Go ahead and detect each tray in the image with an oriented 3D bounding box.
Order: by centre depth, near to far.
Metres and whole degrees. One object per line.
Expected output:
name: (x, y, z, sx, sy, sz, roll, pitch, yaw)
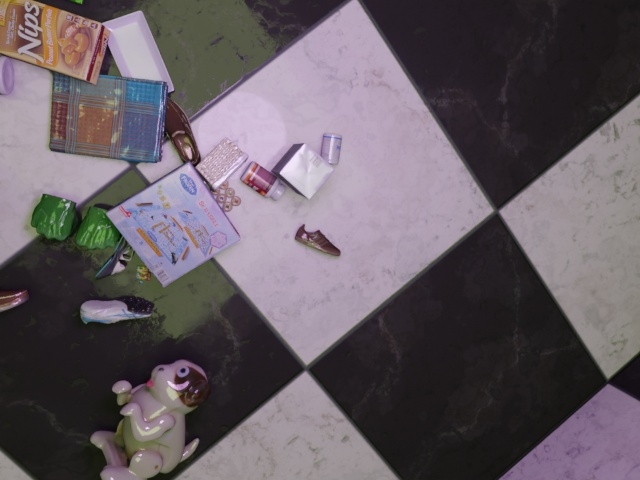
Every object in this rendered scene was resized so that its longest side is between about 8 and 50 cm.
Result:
tray: (-0.608, -0.607, 1.739, 0.145, 0.030, 0.270, -23, 103, -9)

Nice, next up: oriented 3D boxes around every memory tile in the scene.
memory tile: (-0.371, -0.141, 1.875, 0.148, 0.012, 0.113, -36, 104, -5)

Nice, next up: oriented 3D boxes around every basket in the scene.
basket: (-0.344, -0.264, 1.805, 0.103, 0.113, 0.167, 45, 80, -9)

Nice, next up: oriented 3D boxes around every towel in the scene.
towel: (-0.697, -0.405, 1.712, 0.370, 0.040, 0.271, 6, 97, -2)

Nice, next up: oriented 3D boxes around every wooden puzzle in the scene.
wooden puzzle: (-0.632, 0.116, 1.861, 0.049, 0.006, 0.083, 5, 98, -13)

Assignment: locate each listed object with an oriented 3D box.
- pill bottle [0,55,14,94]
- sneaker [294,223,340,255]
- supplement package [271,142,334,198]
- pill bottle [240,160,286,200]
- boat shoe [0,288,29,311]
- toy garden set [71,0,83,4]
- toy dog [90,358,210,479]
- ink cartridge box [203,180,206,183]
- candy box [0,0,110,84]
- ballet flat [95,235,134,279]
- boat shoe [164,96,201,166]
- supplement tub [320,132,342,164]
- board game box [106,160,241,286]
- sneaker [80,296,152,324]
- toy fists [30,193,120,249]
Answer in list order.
pill bottle: (-1.075, -0.519, 1.604, 0.208, 0.119, 0.119, 3, 98, -13)
sneaker: (0.000, 0.000, 1.952, 0.188, 0.066, 0.071, 22, 93, -15)
supplement package: (-0.068, -0.244, 1.806, 0.139, 0.244, 0.134, 41, 89, -16)
pill bottle: (-0.203, -0.208, 1.863, 0.152, 0.086, 0.086, 34, 90, -15)
boat shoe: (-1.137, 0.186, 1.704, 0.324, 0.123, 0.116, -7, 98, -13)
toy garden set: (-0.826, -0.894, 1.637, 0.204, 0.049, 0.244, 14, 96, -16)
toy dog: (-0.548, 0.615, 1.825, 0.395, 0.284, 0.408, 27, 93, -28)
ink cartridge box: (-0.468, -0.139, 1.814, 0.104, 0.061, 0.181, 17, 105, -13)
candy box: (-0.843, -0.627, 1.626, 0.316, 0.087, 0.183, 17, 94, -4)
ballet flat: (-0.698, 0.063, 1.807, 0.074, 0.074, 0.203, 34, 88, -15)
boat shoe: (-0.478, -0.371, 1.771, 0.095, 0.095, 0.257, -30, 104, -6)
supplement tub: (0.038, -0.335, 1.906, 0.071, 0.071, 0.107, 5, 98, -13)
board game box: (-0.489, -0.053, 1.765, 0.318, 0.066, 0.318, -31, 113, -1)
sneaker: (-0.715, 0.253, 1.834, 0.237, 0.085, 0.086, 2, 125, -16)
toy fists: (-0.816, -0.052, 1.749, 0.279, 0.096, 0.142, 17, 80, -15)
